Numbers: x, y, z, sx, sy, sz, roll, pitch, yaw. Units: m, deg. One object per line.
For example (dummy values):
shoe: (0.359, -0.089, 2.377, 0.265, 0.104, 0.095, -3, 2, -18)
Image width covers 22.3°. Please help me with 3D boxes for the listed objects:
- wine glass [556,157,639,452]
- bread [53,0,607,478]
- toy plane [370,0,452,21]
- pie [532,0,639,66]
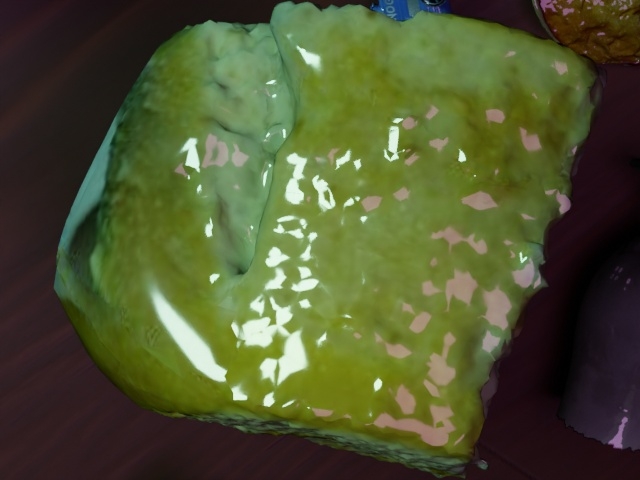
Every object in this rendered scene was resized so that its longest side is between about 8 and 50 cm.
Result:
wine glass: (0.237, 0.049, 1.182, 0.093, 0.093, 0.202, 11, 102, -23)
bread: (-0.004, 0.000, 0.975, 0.264, 0.395, 0.239, 14, 85, 0)
toy plane: (0.050, -0.184, 1.058, 0.062, 0.054, 0.167, -12, 115, 12)
pie: (0.222, -0.164, 1.135, 0.191, 0.033, 0.088, 3, 111, -21)
